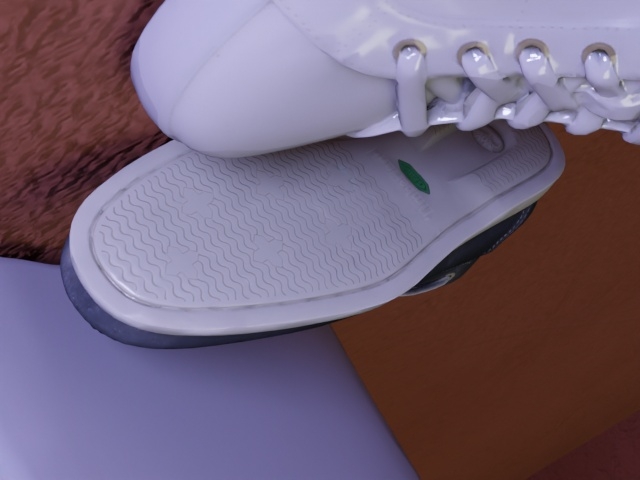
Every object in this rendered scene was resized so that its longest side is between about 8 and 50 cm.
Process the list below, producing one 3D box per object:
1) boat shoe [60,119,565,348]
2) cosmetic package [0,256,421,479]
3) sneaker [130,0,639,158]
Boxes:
[{"bbox_3d":[0.000,0.000,0.526,0.233,0.084,0.079,-19,158,-45],"label":"boat shoe"},{"bbox_3d":[-0.134,0.253,0.566,0.393,0.329,0.327,-37,161,16],"label":"cosmetic package"},{"bbox_3d":[0.092,-0.063,0.404,0.290,0.123,0.106,-20,164,1],"label":"sneaker"}]
